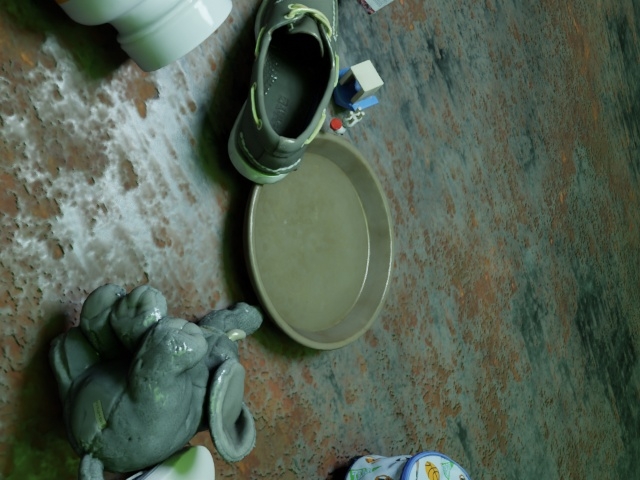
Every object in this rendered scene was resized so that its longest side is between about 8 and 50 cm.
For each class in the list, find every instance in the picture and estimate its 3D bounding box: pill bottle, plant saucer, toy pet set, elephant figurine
[{"bbox_3d":[-0.200,-0.288,0.600,0.272,0.152,0.152,53,53,-32],"label":"pill bottle"},{"bbox_3d":[0.000,0.000,0.882,0.278,0.041,0.277,5,83,-48],"label":"plant saucer"},{"bbox_3d":[0.017,-0.200,0.910,0.114,0.065,0.122,-28,86,-30],"label":"toy pet set"},{"bbox_3d":[-0.130,0.145,0.677,0.186,0.169,0.239,-50,146,-1],"label":"elephant figurine"}]

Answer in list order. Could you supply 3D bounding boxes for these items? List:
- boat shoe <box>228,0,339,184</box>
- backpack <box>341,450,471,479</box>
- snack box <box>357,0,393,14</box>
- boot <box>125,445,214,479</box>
[{"bbox_3d":[-0.026,-0.213,0.802,0.109,0.091,0.305,21,65,-19],"label":"boat shoe"},{"bbox_3d":[0.124,0.404,0.874,0.276,0.213,0.263,41,39,-48],"label":"backpack"},{"bbox_3d":[0.026,-0.420,0.870,0.207,0.070,0.174,32,45,-41],"label":"snack box"},{"bbox_3d":[-0.177,0.251,0.680,0.190,0.086,0.069,10,72,-75],"label":"boot"}]
